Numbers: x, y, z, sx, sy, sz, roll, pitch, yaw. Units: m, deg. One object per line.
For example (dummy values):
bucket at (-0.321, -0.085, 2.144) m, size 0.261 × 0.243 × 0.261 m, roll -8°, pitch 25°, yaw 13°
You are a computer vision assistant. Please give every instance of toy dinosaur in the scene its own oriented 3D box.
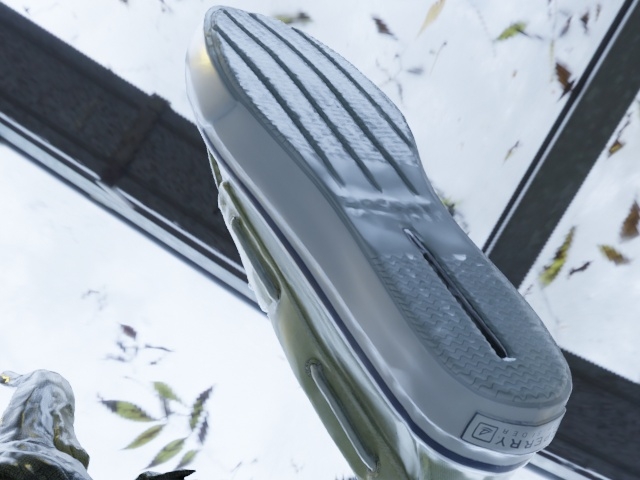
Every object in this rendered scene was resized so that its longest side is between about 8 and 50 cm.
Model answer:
toy dinosaur at (-0.094, 0.103, 0.499) m, size 0.118 × 0.268 × 0.064 m, roll 10°, pitch -74°, yaw -4°

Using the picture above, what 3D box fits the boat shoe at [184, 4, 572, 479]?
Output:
boat shoe at (0.000, 0.000, 0.597) m, size 0.109 × 0.302 × 0.094 m, roll 8°, pitch -54°, yaw -35°
